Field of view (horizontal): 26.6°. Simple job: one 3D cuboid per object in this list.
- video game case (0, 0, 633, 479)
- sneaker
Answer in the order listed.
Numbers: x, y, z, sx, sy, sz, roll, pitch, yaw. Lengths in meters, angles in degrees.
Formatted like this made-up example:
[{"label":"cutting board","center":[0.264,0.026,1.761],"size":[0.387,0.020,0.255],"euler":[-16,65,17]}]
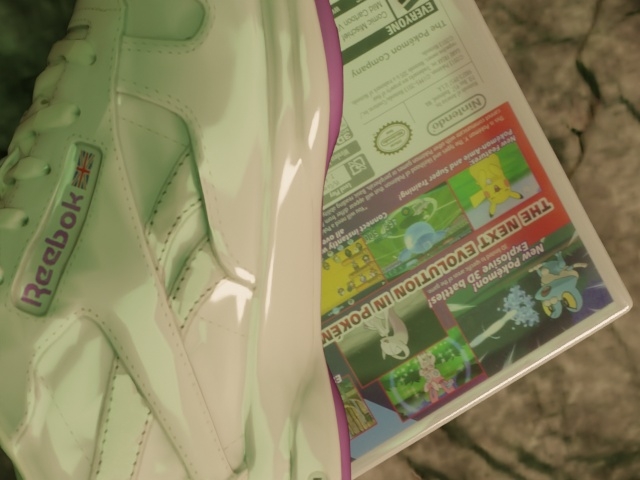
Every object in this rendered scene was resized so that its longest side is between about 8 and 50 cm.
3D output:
[{"label":"video game case","center":[0.000,0.000,0.546],"size":[0.201,0.023,0.183],"euler":[-31,101,-5]},{"label":"sneaker","center":[-0.070,-0.006,0.447],"size":[0.152,0.114,0.305],"euler":[-4,90,-16]}]
